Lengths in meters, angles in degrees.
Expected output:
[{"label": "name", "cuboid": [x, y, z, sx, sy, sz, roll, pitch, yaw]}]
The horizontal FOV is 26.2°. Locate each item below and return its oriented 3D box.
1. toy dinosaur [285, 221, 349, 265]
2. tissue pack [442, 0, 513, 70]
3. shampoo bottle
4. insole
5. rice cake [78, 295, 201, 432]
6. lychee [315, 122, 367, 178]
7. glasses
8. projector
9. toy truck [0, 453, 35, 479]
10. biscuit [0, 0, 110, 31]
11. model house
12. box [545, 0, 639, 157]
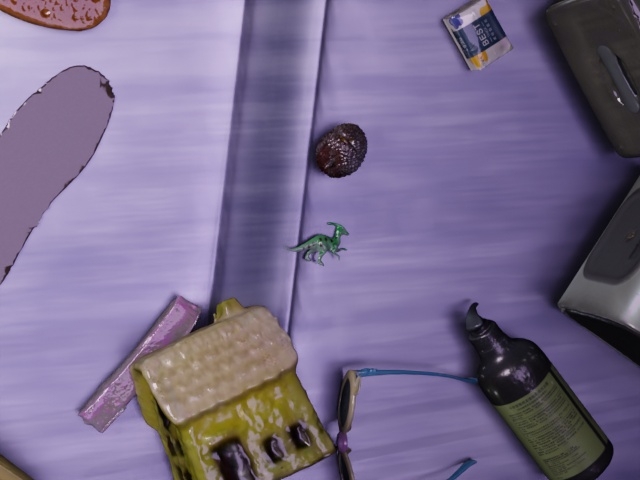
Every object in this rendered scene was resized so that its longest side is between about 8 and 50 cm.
[{"label": "toy dinosaur", "cuboid": [0.000, 0.000, 1.826, 0.083, 0.021, 0.062, 26, 80, -20]}, {"label": "tissue pack", "cuboid": [0.213, -0.278, 1.852, 0.062, 0.042, 0.083, -33, 103, -13]}, {"label": "shampoo bottle", "cuboid": [0.286, 0.209, 1.882, 0.101, 0.101, 0.284, -40, 104, -9]}, {"label": "insole", "cuboid": [-0.368, -0.077, 1.722, 0.111, 0.007, 0.327, 32, 85, -14]}, {"label": "rice cake", "cuboid": [-0.230, 0.157, 1.765, 0.206, 0.036, 0.047, -49, 117, -8]}, {"label": "lychee", "cuboid": [0.027, -0.117, 1.799, 0.083, 0.067, 0.068, -44, 134, -32]}, {"label": "glasses", "cuboid": [0.109, 0.260, 1.872, 0.221, 0.088, 0.189, -4, 95, -36]}, {"label": "projector", "cuboid": [0.507, 0.058, 1.856, 0.249, 0.248, 0.249, 34, 85, -15]}, {"label": "toy truck", "cuboid": [-0.518, 0.291, 1.620, 0.405, 0.180, 0.254, 45, 84, -15]}, {"label": "biscuit", "cuboid": [-0.335, -0.361, 1.692, 0.186, 0.036, 0.192, 17, 90, -19]}, {"label": "model house", "cuboid": [-0.122, 0.206, 1.741, 0.193, 0.175, 0.234, -25, 89, -19]}, {"label": "box", "cuboid": [0.447, -0.255, 1.833, 0.166, 0.220, 0.290, -37, 104, -24]}]
